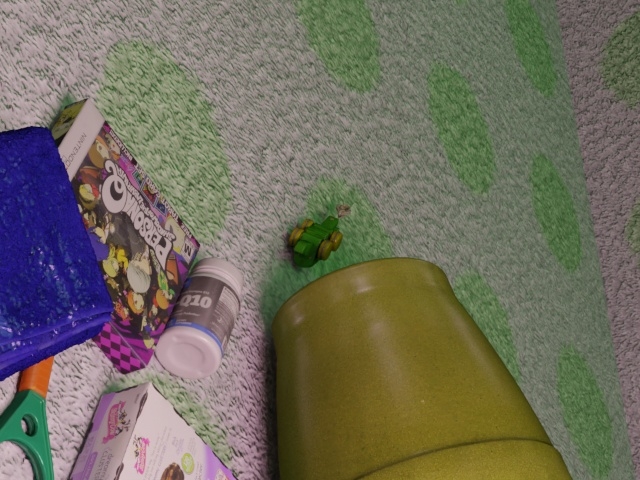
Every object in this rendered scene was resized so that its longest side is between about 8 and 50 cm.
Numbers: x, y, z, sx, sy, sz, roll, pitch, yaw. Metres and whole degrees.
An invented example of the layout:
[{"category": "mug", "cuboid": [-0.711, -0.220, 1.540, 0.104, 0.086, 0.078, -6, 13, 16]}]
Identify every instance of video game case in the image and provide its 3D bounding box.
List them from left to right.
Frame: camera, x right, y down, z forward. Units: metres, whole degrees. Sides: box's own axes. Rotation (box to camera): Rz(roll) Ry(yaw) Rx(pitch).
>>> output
[{"category": "video game case", "cuboid": [-0.235, -0.006, 1.479, 0.232, 0.042, 0.210, 55, 33, -28]}]

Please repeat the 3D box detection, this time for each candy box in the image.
[{"category": "candy box", "cuboid": [-0.168, 0.273, 1.398, 0.196, 0.070, 0.165, 54, 32, -30]}]

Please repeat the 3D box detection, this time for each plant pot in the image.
[{"category": "plant pot", "cuboid": [0.093, 0.224, 1.659, 0.366, 0.366, 0.353, 27, 39, -53]}]

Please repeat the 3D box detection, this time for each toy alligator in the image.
[{"category": "toy alligator", "cuboid": [0.000, 0.000, 1.900, 0.190, 0.056, 0.051, -41, 152, -62]}]

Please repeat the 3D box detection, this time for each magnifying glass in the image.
[{"category": "magnifying glass", "cuboid": [-0.283, 0.171, 1.304, 0.092, 0.026, 0.231, 44, 40, -41]}]

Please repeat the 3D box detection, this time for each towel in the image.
[{"category": "towel", "cuboid": [-0.318, 0.026, 1.221, 0.308, 0.076, 0.227, -27, 105, -56]}]

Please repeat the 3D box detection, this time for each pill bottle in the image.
[{"category": "pill bottle", "cuboid": [-0.136, 0.087, 1.562, 0.078, 0.078, 0.137, 55, 31, -28]}]
